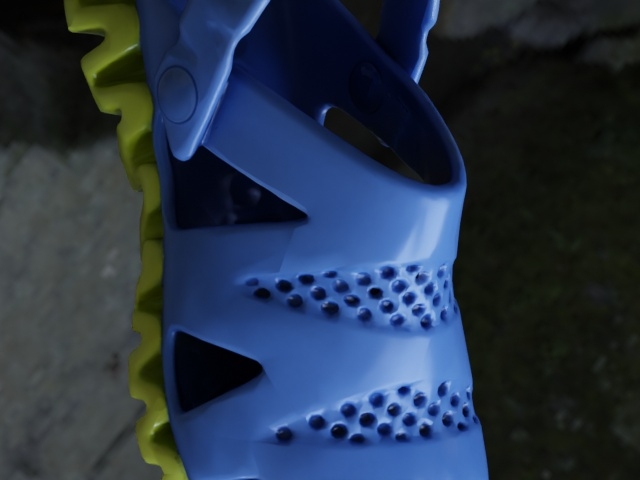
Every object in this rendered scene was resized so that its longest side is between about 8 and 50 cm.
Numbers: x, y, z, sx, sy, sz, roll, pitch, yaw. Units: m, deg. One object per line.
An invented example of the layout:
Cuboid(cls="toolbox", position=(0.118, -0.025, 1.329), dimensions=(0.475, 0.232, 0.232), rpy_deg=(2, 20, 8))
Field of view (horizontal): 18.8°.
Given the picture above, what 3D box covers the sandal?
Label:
Cuboid(cls="sandal", position=(0.000, 0.000, 0.699), dimensions=(0.126, 0.317, 0.138), rpy_deg=(-14, 176, -41))
